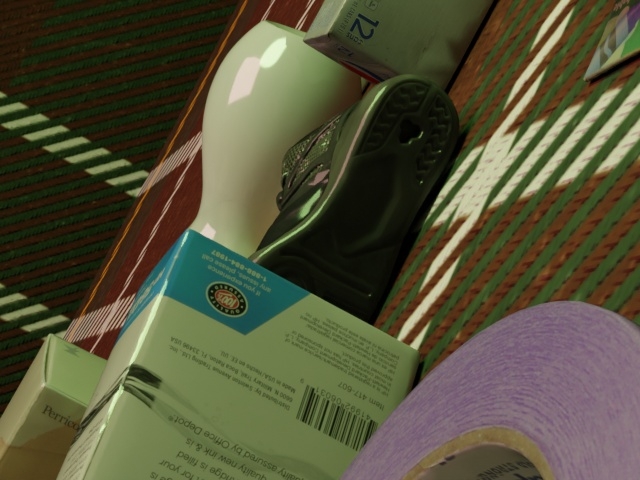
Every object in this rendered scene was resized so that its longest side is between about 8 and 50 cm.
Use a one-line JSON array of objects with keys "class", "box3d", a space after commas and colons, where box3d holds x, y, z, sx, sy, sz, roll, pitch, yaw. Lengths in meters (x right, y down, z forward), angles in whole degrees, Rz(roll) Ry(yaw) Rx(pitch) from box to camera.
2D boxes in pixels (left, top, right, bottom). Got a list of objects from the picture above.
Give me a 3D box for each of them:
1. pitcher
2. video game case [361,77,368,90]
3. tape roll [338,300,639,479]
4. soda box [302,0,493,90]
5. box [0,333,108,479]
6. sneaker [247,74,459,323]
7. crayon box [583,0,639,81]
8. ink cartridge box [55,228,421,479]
[{"class": "pitcher", "box3d": [-0.048, -0.079, 1.236, 0.178, 0.126, 0.207, -121, 50, -73]}, {"class": "video game case", "box3d": [0.003, -0.155, 1.417, 0.204, 0.025, 0.285, -58, 13, 15]}, {"class": "tape roll", "box3d": [0.047, 0.157, 0.412, 0.274, 0.090, 0.275, -56, 13, 20]}, {"class": "soda box", "box3d": [0.102, -0.245, 1.054, 0.286, 0.098, 0.091, -62, 14, -2]}, {"class": "box", "box3d": [-0.240, 0.252, 1.215, 0.311, 0.148, 0.121, -60, 14, 11]}, {"class": "sneaker", "box3d": [0.000, 0.000, 0.958, 0.227, 0.087, 0.130, -60, 10, -11]}, {"class": "crayon box", "box3d": [0.203, -0.256, 0.714, 0.323, 0.083, 0.203, -65, 13, -17]}, {"class": "ink cartridge box", "box3d": [-0.051, 0.120, 0.741, 0.086, 0.148, 0.203, -43, 21, 52]}]
